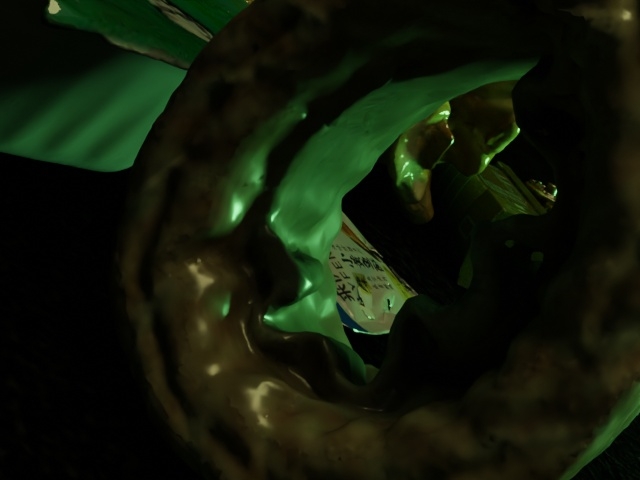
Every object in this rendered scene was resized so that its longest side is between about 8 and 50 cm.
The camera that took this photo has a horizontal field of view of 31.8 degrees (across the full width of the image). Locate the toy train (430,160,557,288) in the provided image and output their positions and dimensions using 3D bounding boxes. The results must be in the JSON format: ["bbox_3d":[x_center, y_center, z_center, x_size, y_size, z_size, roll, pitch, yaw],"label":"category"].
[{"bbox_3d":[0.166,-0.009,0.988,0.137,0.090,0.225,25,16,-17],"label":"toy train"}]

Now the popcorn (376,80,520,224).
[{"bbox_3d":[0.077,-0.141,0.945,0.190,0.191,0.253,25,28,-6],"label":"popcorn"}]

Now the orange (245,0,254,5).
[{"bbox_3d":[-0.078,-0.179,0.854,0.095,0.085,0.085,38,14,20],"label":"orange"}]

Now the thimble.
[{"bbox_3d":[0.043,-0.004,0.425,0.196,0.229,0.148,28,9,19],"label":"thimble"}]

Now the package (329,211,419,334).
[{"bbox_3d":[0.000,0.000,0.679,0.171,0.027,0.173,49,14,23],"label":"package"}]

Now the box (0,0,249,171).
[{"bbox_3d":[-0.169,-0.150,0.535,0.337,0.106,0.264,50,18,23],"label":"box"}]
